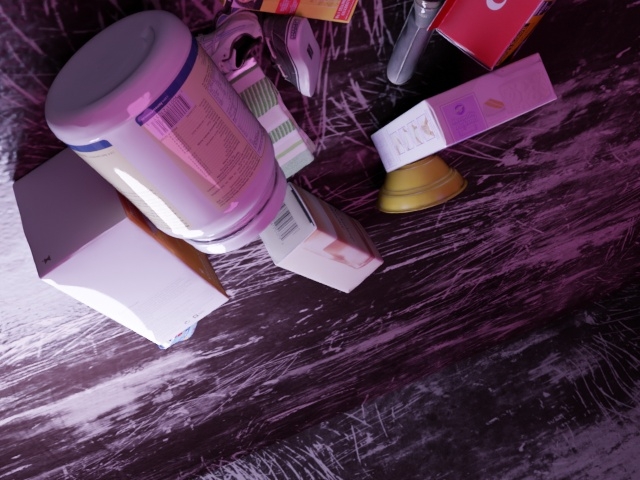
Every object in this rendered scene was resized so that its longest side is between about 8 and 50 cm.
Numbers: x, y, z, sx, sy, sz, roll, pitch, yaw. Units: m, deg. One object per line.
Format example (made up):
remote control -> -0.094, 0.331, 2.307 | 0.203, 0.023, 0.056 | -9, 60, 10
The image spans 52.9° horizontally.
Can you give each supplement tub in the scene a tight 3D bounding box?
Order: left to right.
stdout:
supplement tub -> -0.215, -0.149, 0.973 | 0.235, 0.235, 0.325 | -35, 134, 4

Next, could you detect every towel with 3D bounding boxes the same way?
towel -> -0.160, -0.185, 1.209 | 0.248, 0.038, 0.325 | -33, 149, 3

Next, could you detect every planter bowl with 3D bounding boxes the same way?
planter bowl -> 0.219, -0.148, 1.474 | 0.217, 0.217, 0.090 | -24, 111, -13

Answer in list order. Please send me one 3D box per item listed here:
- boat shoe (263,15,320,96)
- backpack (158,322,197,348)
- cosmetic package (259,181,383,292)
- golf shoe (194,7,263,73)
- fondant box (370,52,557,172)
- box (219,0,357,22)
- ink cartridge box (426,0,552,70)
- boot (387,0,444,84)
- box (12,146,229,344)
boat shoe -> -0.046, -0.315, 1.093 | 0.219, 0.070, 0.077 | 62, 43, -74
backpack -> -0.312, 0.137, 1.377 | 0.117, 0.173, 0.158 | 0, 135, -39
cosmetic package -> 0.000, 0.000, 1.477 | 0.129, 0.153, 0.296 | -41, 147, 16
golf shoe -> -0.164, -0.291, 1.018 | 0.176, 0.086, 0.069 | -41, 148, 17
fondant box -> 0.264, -0.240, 1.272 | 0.238, 0.096, 0.330 | -24, -178, -12
box -> -0.046, -0.398, 0.997 | 0.232, 0.058, 0.087 | -5, 138, -35
ink cartridge box -> 0.344, -0.453, 1.078 | 0.309, 0.130, 0.272 | -56, 170, 33
boot -> 0.191, -0.406, 1.157 | 0.189, 0.076, 0.208 | -56, 168, -22
box -> -0.343, 0.011, 1.150 | 0.168, 0.215, 0.345 | -34, 148, 2
